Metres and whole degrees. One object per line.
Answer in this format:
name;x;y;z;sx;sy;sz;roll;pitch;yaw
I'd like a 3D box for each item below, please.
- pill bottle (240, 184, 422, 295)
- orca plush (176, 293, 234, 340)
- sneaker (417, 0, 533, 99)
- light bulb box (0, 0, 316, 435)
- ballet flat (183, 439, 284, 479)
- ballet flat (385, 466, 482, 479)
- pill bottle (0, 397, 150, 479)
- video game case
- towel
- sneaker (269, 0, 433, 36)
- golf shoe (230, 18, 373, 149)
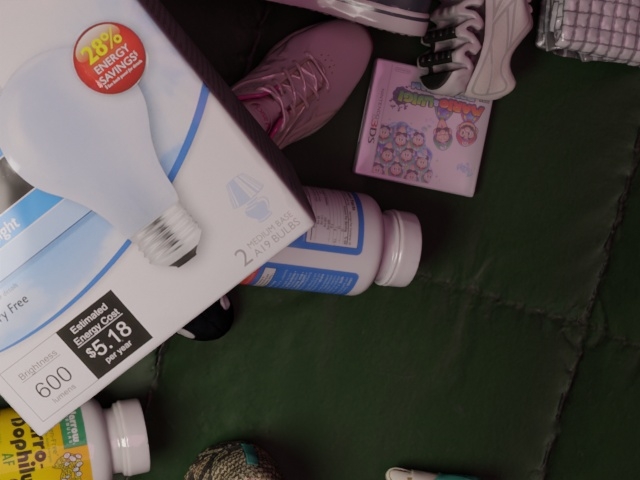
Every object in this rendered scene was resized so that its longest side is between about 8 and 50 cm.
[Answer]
pill bottle;0.000;0.000;1.687;0.221;0.124;0.124;8;93;-20
orca plush;-0.196;0.005;1.653;0.151;0.102;0.287;-29;100;-10
sneaker;0.203;-0.309;1.732;0.118;0.110;0.292;12;91;-26
light bulb box;-0.258;-0.075;1.440;0.358;0.225;0.361;-38;108;4
ballet flat;-0.127;0.476;1.667;0.164;0.182;0.483;9;92;-11
ballet flat;0.082;0.328;1.762;0.247;0.083;0.087;-29;86;-12
pill bottle;-0.303;0.240;1.638;0.208;0.117;0.118;-9;96;-13
video game case;0.127;-0.137;1.764;0.157;0.019;0.143;11;92;-15
towel;0.389;-0.347;1.764;0.235;0.121;0.284;6;91;-16
sneaker;-0.023;-0.326;1.641;0.321;0.126;0.128;11;104;-6
golf shoe;-0.052;-0.151;1.658;0.306;0.140;0.115;-40;102;-11
